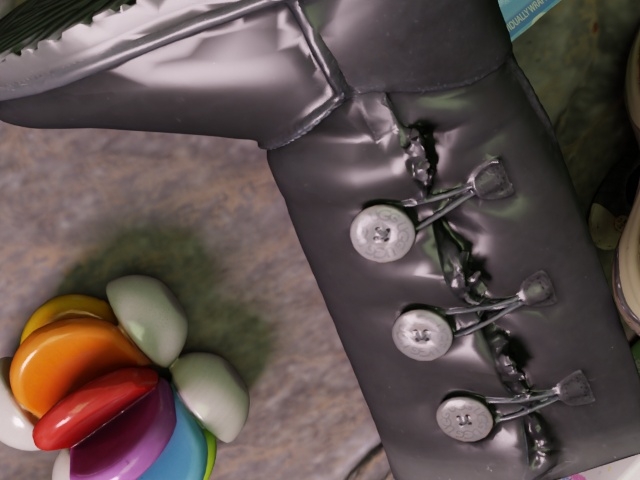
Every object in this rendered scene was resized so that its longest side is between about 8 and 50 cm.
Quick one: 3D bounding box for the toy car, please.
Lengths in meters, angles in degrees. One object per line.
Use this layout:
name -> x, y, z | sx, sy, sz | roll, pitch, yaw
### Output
toy car -> -0.145, 0.125, 0.681 | 0.159, 0.136, 0.182 | -37, 104, 0

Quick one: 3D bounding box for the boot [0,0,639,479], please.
boot -> 0.002, 0.000, 0.674 | 0.367, 0.146, 0.445 | -11, 125, 28

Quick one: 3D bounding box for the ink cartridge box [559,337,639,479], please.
ink cartridge box -> 0.232, 0.268, 0.769 | 0.207, 0.119, 0.353 | 44, 92, -16

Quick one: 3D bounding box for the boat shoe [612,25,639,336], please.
boat shoe -> 0.276, -0.078, 0.631 | 0.123, 0.120, 0.323 | 15, 59, -2

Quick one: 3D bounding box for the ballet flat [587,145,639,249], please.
ballet flat -> 0.276, -0.058, 0.748 | 0.173, 0.049, 0.057 | -44, 104, 2

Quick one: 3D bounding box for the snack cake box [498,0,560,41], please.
snack cake box -> 0.130, -0.243, 0.672 | 0.264, 0.089, 0.152 | -40, 105, 2
